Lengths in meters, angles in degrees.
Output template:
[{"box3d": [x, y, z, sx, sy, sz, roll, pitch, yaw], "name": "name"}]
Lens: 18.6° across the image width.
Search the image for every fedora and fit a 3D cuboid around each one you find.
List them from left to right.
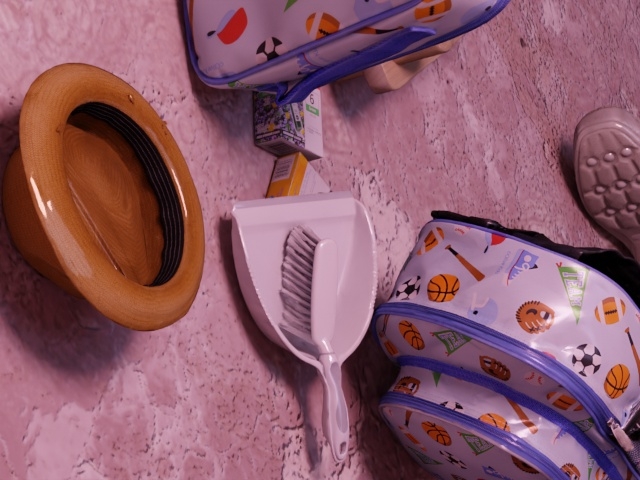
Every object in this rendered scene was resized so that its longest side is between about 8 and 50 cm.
[{"box3d": [-0.160, -0.023, 1.348, 0.194, 0.079, 0.194, 32, 47, -43], "name": "fedora"}]

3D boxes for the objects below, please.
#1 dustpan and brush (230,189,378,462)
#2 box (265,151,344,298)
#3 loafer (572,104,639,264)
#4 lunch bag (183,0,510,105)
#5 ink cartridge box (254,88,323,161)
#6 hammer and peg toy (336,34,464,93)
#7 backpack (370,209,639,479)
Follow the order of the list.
[{"box3d": [-0.002, 0.071, 1.569, 0.147, 0.060, 0.211, -7, 100, -44], "name": "dustpan and brush"}, {"box3d": [0.000, 0.000, 1.644, 0.136, 0.028, 0.081, 52, 39, -38], "name": "box"}, {"box3d": [0.361, -0.055, 2.169, 0.319, 0.112, 0.111, 52, 33, -46], "name": "loafer"}, {"box3d": [0.010, -0.237, 1.503, 0.115, 0.303, 0.243, -2, 78, -44], "name": "lunch bag"}, {"box3d": [-0.027, -0.128, 1.645, 0.063, 0.029, 0.115, 23, 60, -52], "name": "ink cartridge box"}, {"box3d": [0.086, -0.316, 1.795, 0.361, 0.127, 0.266, -43, 115, -51], "name": "hammer and peg toy"}, {"box3d": [0.164, 0.103, 1.644, 0.213, 0.276, 0.263, -60, 141, -27], "name": "backpack"}]
